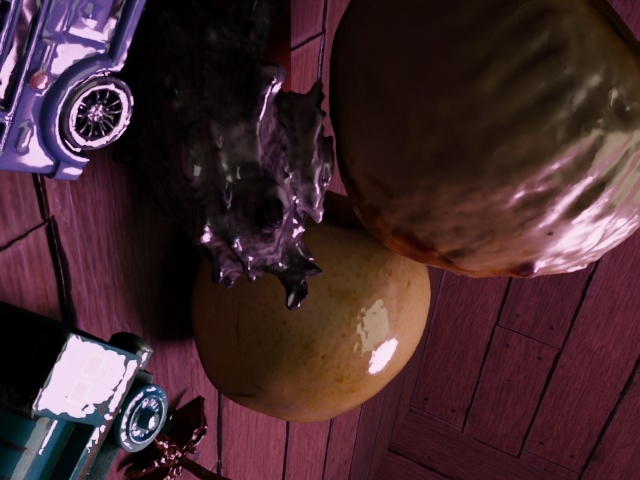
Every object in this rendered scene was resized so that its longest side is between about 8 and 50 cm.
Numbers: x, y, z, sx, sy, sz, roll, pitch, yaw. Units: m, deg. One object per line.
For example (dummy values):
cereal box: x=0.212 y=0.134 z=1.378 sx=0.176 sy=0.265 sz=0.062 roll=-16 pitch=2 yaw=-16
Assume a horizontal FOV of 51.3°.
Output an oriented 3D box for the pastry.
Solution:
pastry: x=0.174 y=-0.131 z=0.708 sx=0.312 sy=0.389 sz=0.388 roll=-37 pitch=178 yaw=31

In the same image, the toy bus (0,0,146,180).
toy bus: x=-0.162 y=-0.189 z=0.382 sx=0.133 sy=0.125 sz=0.292 roll=-5 pitch=126 yaw=-60

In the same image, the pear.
pear: x=-0.018 y=0.081 z=0.844 sx=0.309 sy=0.309 sz=0.309 roll=-53 pitch=155 yaw=-39

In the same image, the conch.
conch: x=-0.062 y=-0.096 z=0.624 sx=0.240 sy=0.186 sz=0.313 roll=-38 pitch=108 yaw=-58

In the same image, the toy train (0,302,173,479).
toy train: x=-0.259 y=0.211 z=0.594 sx=0.298 sy=0.120 sz=0.194 roll=-67 pitch=154 yaw=-13

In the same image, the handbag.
handbag: x=-0.082 y=-0.187 z=0.760 sx=0.127 sy=0.062 sz=0.190 roll=-48 pitch=149 yaw=-48

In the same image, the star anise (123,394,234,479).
star anise: x=-0.173 y=0.301 z=0.881 sx=0.140 sy=0.144 sz=0.158 roll=-12 pitch=121 yaw=-58
